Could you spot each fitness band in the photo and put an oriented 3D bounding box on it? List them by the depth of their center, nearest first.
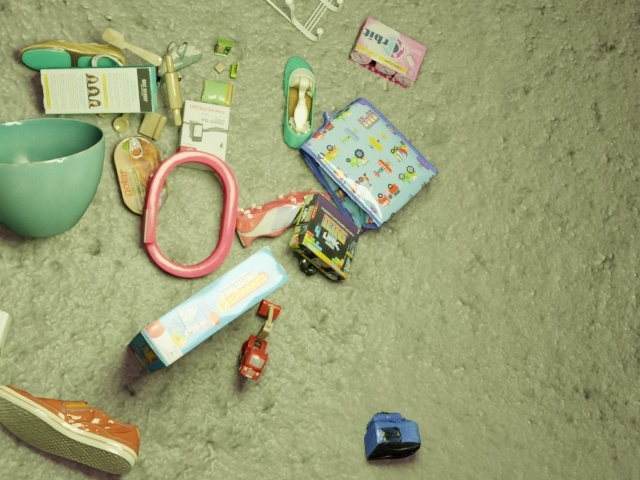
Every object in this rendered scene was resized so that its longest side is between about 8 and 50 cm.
[{"bbox_3d":[-0.295,-0.060,1.872,0.209,0.054,0.291,7,91,-21],"label":"fitness band"}]

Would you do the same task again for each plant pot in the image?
[{"bbox_3d":[-0.592,-0.121,1.727,0.290,0.290,0.195,-10,117,-20],"label":"plant pot"}]

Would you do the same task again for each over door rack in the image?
[{"bbox_3d":[-0.073,-0.692,2.081,0.324,0.108,0.239,35,70,-8],"label":"over door rack"}]

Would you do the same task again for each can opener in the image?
[{"bbox_3d":[0.000,0.000,1.986,0.059,0.073,0.186,28,62,-2],"label":"can opener"}]

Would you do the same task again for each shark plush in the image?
[{"bbox_3d":[-0.347,-0.409,1.963,0.067,0.073,0.161,47,60,-36],"label":"shark plush"}]

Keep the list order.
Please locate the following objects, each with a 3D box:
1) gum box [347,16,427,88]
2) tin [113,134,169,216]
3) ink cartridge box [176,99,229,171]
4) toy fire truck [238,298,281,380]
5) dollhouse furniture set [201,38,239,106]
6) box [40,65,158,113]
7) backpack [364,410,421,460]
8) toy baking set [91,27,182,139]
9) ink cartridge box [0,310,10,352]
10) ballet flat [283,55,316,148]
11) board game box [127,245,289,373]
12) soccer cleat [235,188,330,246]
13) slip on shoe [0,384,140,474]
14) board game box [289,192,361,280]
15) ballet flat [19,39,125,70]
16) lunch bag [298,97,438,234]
[{"bbox_3d":[0.179,-0.486,2.142,0.188,0.062,0.107,25,72,-11],"label":"gum box"},{"bbox_3d":[-0.415,-0.147,1.893,0.106,0.040,0.189,-11,83,-24],"label":"tin"},{"bbox_3d":[-0.279,-0.247,1.943,0.109,0.063,0.150,7,77,-16],"label":"ink cartridge box"},{"bbox_3d":[-0.135,0.220,1.851,0.047,0.192,0.135,25,100,-10],"label":"toy fire truck"},{"bbox_3d":[-0.239,-0.405,1.992,0.076,0.058,0.151,10,76,-15],"label":"dollhouse furniture set"},{"bbox_3d":[-0.492,-0.338,1.837,0.244,0.060,0.100,-1,108,0],"label":"box"},{"bbox_3d":[0.173,0.455,1.922,0.120,0.098,0.101,5,57,-15],"label":"backpack"},{"bbox_3d":[-0.419,-0.355,1.877,0.197,0.030,0.256,-2,106,-3],"label":"toy baking set"},{"bbox_3d":[-0.762,0.256,1.651,0.198,0.115,0.273,16,74,-14],"label":"ink cartridge box"},{"bbox_3d":[-0.046,-0.350,2.028,0.083,0.087,0.247,6,77,-16],"label":"ballet flat"},{"bbox_3d":[-0.244,0.154,1.741,0.308,0.302,0.086,-35,91,-21],"label":"board game box"},{"bbox_3d":[-0.088,-0.058,1.967,0.248,0.083,0.095,-16,114,-25],"label":"soccer cleat"},{"bbox_3d":[-0.530,0.380,1.715,0.331,0.123,0.101,24,40,-7],"label":"slip on shoe"},{"bbox_3d":[0.015,-0.007,1.935,0.170,0.048,0.141,40,58,-38],"label":"board game box"},{"bbox_3d":[-0.569,-0.426,1.893,0.232,0.080,0.073,3,50,-20],"label":"ballet flat"},{"bbox_3d":[0.102,-0.199,2.006,0.221,0.138,0.293,-42,97,-21],"label":"lunch bag"}]
